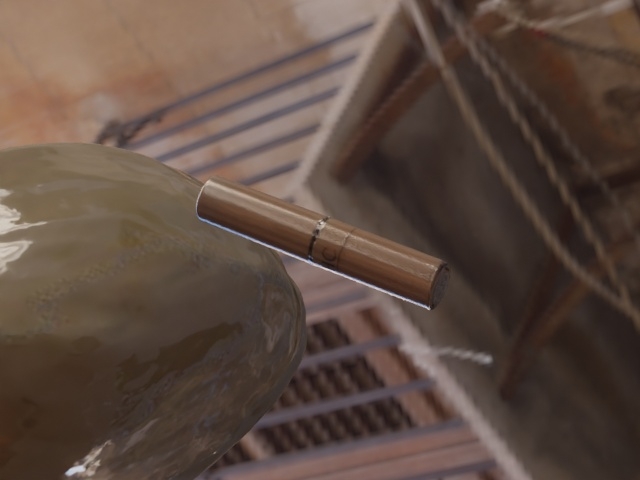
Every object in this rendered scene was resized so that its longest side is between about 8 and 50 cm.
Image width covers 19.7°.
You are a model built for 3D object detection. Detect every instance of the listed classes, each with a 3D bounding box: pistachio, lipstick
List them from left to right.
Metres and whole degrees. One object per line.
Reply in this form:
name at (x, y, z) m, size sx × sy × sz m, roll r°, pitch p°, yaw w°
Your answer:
pistachio at (-0.151, 0.057, 1.037) m, size 0.332 × 0.208 × 0.226 m, roll -20°, pitch -81°, yaw -34°
lipstick at (0.000, 0.000, 0.644) m, size 0.019 × 0.094 × 0.019 m, roll -51°, pitch -28°, yaw -40°
